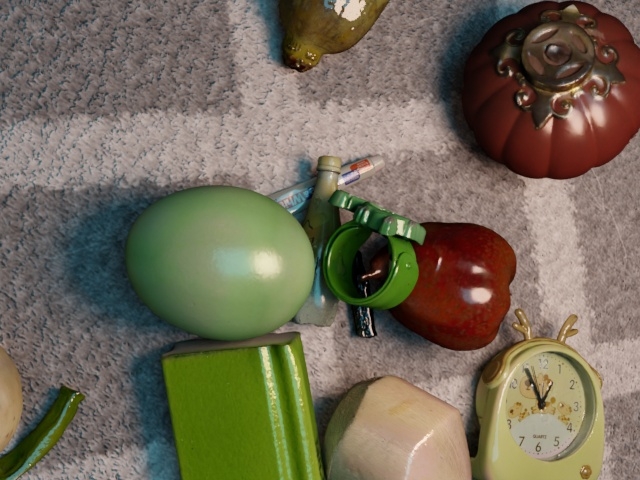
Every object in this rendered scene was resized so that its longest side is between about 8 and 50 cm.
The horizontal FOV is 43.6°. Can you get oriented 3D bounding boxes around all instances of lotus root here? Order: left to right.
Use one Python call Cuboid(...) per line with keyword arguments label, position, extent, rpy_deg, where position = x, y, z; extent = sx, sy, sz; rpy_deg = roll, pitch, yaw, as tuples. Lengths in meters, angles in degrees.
Cuboid(label="lotus root", position=(0.034, -0.408, 1.277), extent=(0.173, 0.173, 0.309), rpy_deg=(29, 84, -16))

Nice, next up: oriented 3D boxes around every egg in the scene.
Cuboid(label="egg", position=(-0.142, 0.030, 1.142), extent=(0.269, 0.220, 0.220), rpy_deg=(15, 81, -9))

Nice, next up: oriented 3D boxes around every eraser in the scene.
Cuboid(label="eraser", position=(-0.108, 0.278, 1.171), extent=(0.210, 0.092, 0.274), rpy_deg=(-7, 89, 7))

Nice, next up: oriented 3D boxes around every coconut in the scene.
Cuboid(label="coconut", position=(0.125, 0.327, 1.209), extent=(0.234, 0.224, 0.224), rpy_deg=(22, 77, 15))

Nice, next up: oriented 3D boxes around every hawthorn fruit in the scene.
Cuboid(label="hawthorn fruit", position=(0.182, 0.064, 1.273), extent=(0.248, 0.208, 0.208), rpy_deg=(13, 82, -11))

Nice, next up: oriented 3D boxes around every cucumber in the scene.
Cuboid(label="cucumber", position=(0.067, 0.079, 1.313), extent=(0.043, 0.039, 0.163), rpy_deg=(-10, 92, -42))

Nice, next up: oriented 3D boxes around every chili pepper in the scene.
Cuboid(label="chili pepper", position=(-0.409, 0.288, 1.117), extent=(0.052, 0.050, 0.202), rpy_deg=(33, 67, 25))

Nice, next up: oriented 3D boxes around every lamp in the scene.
Cuboid(label="lamp", position=(0.386, -0.248, 1.330), extent=(0.303, 0.257, 0.303), rpy_deg=(-4, 73, 13))

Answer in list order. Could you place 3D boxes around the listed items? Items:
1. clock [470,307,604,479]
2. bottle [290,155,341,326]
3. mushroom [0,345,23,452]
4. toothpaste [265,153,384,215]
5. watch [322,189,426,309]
Cuboid(label="clock", position=(0.376, 0.276, 1.383), extent=(0.235, 0.096, 0.308), rpy_deg=(8, 84, -18))
Cuboid(label="bottle", position=(0.000, 0.000, 1.261), extent=(0.083, 0.083, 0.270), rpy_deg=(8, 89, -20))
Cuboid(label="mushroom", position=(-0.526, 0.205, 0.973), extent=(0.315, 0.356, 0.315), rpy_deg=(7, 59, -11))
Cuboid(label="toothpaste", position=(0.007, -0.088, 1.308), extent=(0.218, 0.033, 0.052), rpy_deg=(-25, 91, -15))
Cuboid(label="watch", position=(0.070, 0.020, 1.196), extent=(0.131, 0.165, 0.152), rpy_deg=(15, 98, -55))
